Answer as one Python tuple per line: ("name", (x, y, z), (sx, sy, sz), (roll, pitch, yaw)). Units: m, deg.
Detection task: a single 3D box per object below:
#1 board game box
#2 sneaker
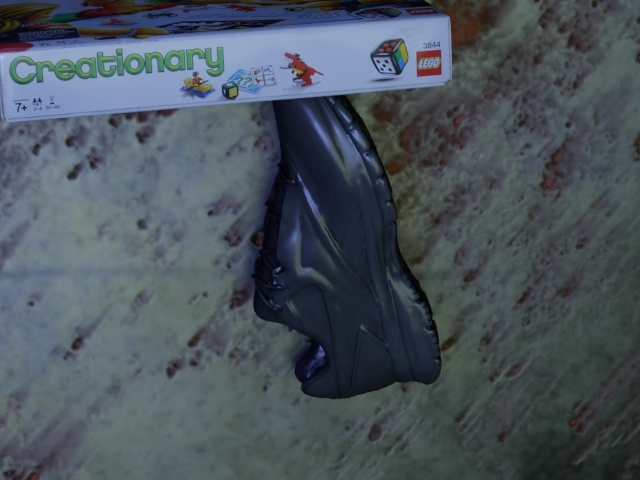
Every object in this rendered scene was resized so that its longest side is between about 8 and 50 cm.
("board game box", (-0.080, -0.141, 1.383), (0.305, 0.193, 0.053), (-6, 109, -13))
("sneaker", (0.000, 0.000, 1.498), (0.130, 0.109, 0.286), (-18, 109, -1))
